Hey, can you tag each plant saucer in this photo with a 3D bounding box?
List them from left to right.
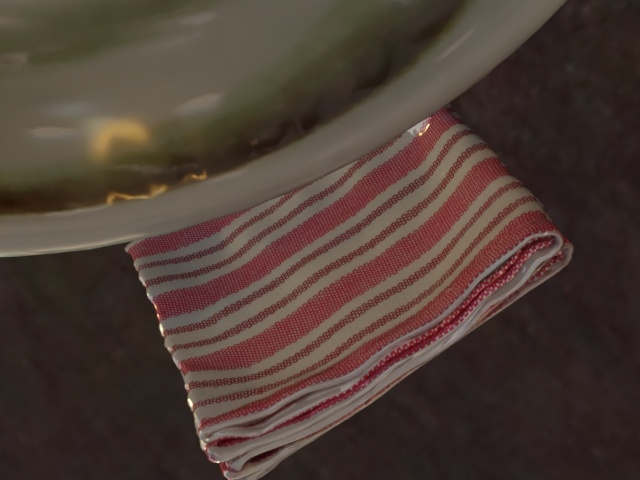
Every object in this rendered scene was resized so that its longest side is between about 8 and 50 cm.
[{"bbox_3d":[-0.077,-0.169,0.549,0.400,0.400,0.100,80,170,-46],"label":"plant saucer"}]

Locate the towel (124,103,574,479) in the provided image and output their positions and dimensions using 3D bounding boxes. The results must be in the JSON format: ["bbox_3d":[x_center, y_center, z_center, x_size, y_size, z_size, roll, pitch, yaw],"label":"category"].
[{"bbox_3d":[0.000,0.000,0.728,0.029,0.144,0.197,54,-178,-28],"label":"towel"}]
